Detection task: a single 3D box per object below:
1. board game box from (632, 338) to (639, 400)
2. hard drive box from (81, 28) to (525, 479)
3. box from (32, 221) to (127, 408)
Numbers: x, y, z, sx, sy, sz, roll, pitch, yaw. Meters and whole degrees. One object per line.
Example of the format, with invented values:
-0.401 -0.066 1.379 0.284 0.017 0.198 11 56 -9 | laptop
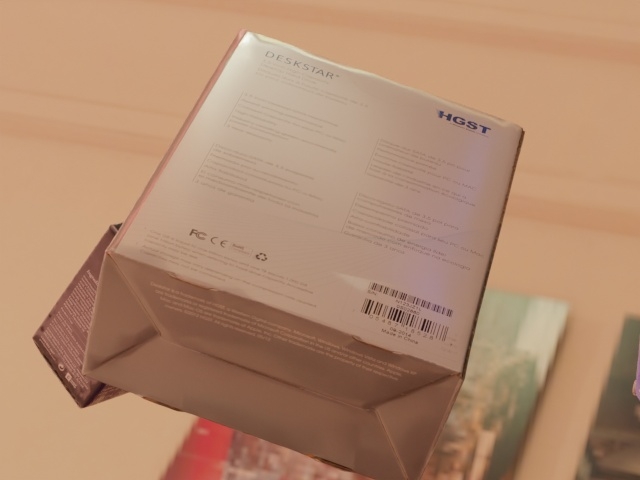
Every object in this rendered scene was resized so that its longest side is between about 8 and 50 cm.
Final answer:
0.337 0.110 0.944 0.232 0.141 0.291 82 163 -49 | board game box
0.000 0.000 0.812 0.232 0.181 0.089 -67 -5 -52 | hard drive box
-0.198 0.071 1.680 0.153 0.108 0.207 -17 -27 -50 | box
